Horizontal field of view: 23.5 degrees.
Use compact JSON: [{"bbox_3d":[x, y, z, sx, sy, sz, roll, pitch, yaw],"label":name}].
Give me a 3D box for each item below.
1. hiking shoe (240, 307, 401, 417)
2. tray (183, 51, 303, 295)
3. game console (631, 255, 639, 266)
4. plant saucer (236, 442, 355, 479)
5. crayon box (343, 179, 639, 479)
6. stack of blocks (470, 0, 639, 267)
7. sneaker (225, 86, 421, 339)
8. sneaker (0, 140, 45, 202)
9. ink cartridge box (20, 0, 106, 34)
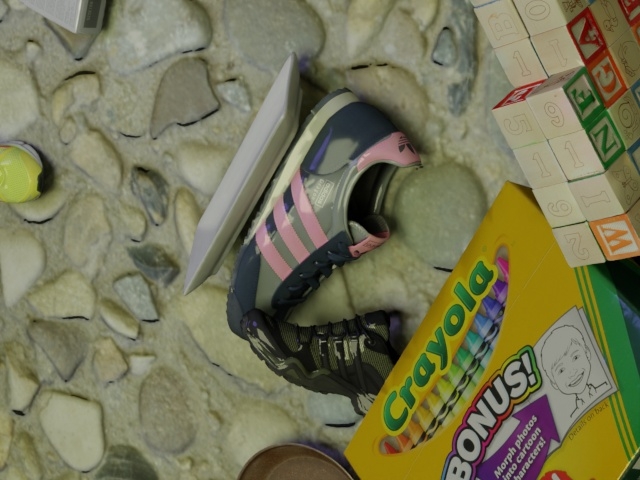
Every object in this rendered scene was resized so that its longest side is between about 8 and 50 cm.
[{"bbox_3d":[0.024,0.114,1.695,0.226,0.086,0.114,27,101,-10],"label":"hiking shoe"},{"bbox_3d":[-0.082,-0.069,1.716,0.030,0.145,0.270,24,122,-11],"label":"tray"},{"bbox_3d":[0.370,-0.008,1.519,0.107,0.071,0.122,27,118,-8],"label":"game console"},{"bbox_3d":[-0.014,0.330,1.813,0.198,0.036,0.199,7,104,30],"label":"plant saucer"},{"bbox_3d":[0.206,0.178,1.514,0.363,0.106,0.313,-61,41,20],"label":"crayon box"},{"bbox_3d":[0.239,-0.148,1.404,0.087,0.171,0.297,-13,111,47],"label":"stack of blocks"},{"bbox_3d":[0.000,0.000,1.690,0.131,0.112,0.319,36,118,24],"label":"sneaker"},{"bbox_3d":[-0.443,-0.091,1.955,0.208,0.094,0.082,15,106,27],"label":"sneaker"},{"bbox_3d":[-0.318,-0.344,1.868,0.179,0.045,0.145,33,118,42],"label":"ink cartridge box"}]
